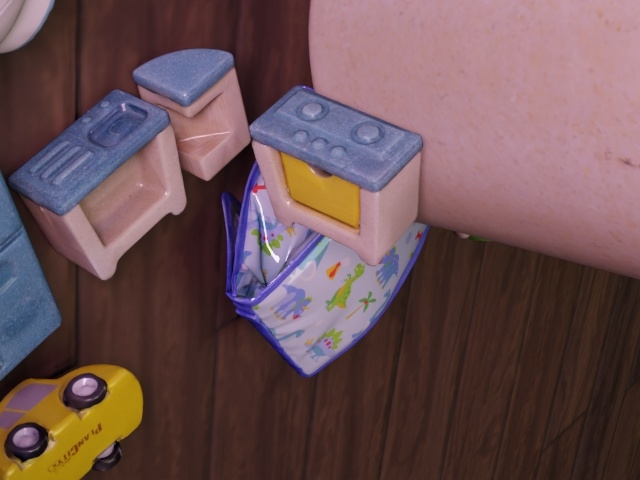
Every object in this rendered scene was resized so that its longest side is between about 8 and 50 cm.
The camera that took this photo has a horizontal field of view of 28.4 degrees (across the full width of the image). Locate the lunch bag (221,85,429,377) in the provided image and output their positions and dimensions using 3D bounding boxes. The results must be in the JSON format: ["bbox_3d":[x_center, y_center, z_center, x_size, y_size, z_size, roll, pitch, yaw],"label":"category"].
[{"bbox_3d":[0.000,0.000,0.811,0.151,0.096,0.129,-65,152,-18],"label":"lunch bag"}]

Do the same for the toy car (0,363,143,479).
[{"bbox_3d":[-0.208,0.170,0.657,0.239,0.053,0.225,-5,116,-55],"label":"toy car"}]

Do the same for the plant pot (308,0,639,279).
[{"bbox_3d":[0.173,-0.110,0.654,0.333,0.305,0.334,-8,101,-47],"label":"plant pot"}]

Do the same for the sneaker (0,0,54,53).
[{"bbox_3d":[-0.130,-0.160,0.459,0.092,0.087,0.229,-45,157,-56],"label":"sneaker"}]

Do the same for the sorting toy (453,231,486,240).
[{"bbox_3d":[0.105,-0.125,0.864,0.348,0.047,0.196,57,42,-55],"label":"sorting toy"}]

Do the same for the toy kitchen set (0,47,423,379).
[{"bbox_3d":[-0.076,-0.016,0.609,0.207,0.166,0.122,-46,146,-28],"label":"toy kitchen set"}]
